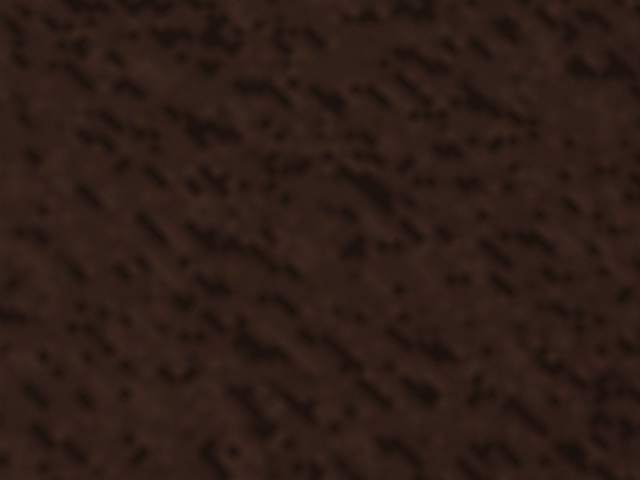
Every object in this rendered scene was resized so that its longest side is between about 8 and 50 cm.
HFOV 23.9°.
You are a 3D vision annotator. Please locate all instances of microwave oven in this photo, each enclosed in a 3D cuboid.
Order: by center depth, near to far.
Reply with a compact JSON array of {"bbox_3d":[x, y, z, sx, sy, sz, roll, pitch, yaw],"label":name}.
[{"bbox_3d":[-0.007,0.050,0.458,0.236,0.374,0.432,116,177,-73],"label":"microwave oven"}]
